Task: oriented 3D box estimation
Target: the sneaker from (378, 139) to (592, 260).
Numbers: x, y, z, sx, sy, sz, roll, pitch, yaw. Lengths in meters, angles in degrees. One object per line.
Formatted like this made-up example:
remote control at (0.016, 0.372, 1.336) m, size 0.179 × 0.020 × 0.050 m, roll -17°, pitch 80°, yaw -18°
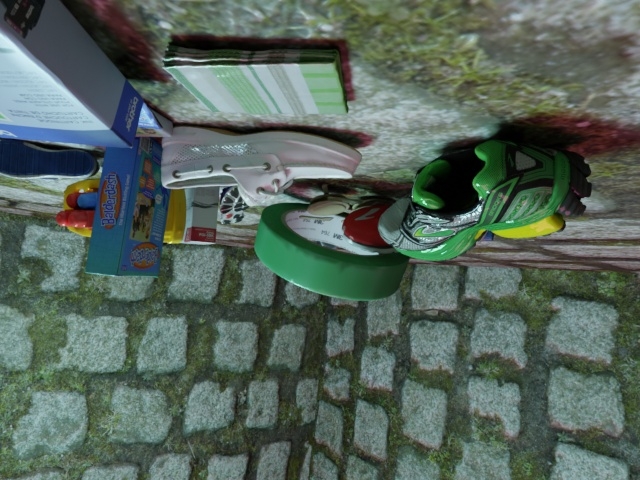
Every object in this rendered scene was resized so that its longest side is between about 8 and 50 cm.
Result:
sneaker at (0.172, -0.061, 0.598) m, size 0.146 × 0.134 × 0.343 m, roll 15°, pitch 163°, yaw -18°

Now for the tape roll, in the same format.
tape roll at (0.024, 0.012, 0.908) m, size 0.321 × 0.077 × 0.321 m, roll 14°, pitch -160°, yaw -5°

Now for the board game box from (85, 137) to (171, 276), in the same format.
board game box at (-0.284, -0.050, 0.660) m, size 0.047 × 0.210 × 0.160 m, roll 6°, pitch 174°, yaw -1°

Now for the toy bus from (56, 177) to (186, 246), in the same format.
toy bus at (-0.401, -0.059, 0.808) m, size 0.220 × 0.149 × 0.211 m, roll 5°, pitch -171°, yaw 28°

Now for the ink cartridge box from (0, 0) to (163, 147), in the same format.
ink cartridge box at (-0.268, -0.143, 0.314) m, size 0.185 × 0.065 × 0.311 m, roll 6°, pitch 170°, yaw 5°

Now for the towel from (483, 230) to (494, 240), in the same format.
towel at (0.307, -0.034, 0.907) m, size 0.119 × 0.067 × 0.029 m, roll 4°, pitch 176°, yaw 23°

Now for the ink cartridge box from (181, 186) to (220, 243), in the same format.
ink cartridge box at (-0.258, -0.061, 0.912) m, size 0.056 × 0.135 × 0.099 m, roll 6°, pitch 176°, yaw -30°

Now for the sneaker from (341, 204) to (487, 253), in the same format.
sneaker at (0.176, -0.049, 0.801) m, size 0.279 × 0.107 × 0.118 m, roll -4°, pitch 146°, yaw 6°

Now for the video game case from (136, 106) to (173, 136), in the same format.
video game case at (-0.318, -0.164, 0.496) m, size 0.212 × 0.023 × 0.193 m, roll 4°, pitch 174°, yaw 16°

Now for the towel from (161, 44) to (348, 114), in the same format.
towel at (-0.053, -0.148, 0.401) m, size 0.152 × 0.023 × 0.113 m, roll 3°, pitch 176°, yaw 8°

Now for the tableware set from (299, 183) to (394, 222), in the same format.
tableware set at (0.061, -0.076, 0.891) m, size 0.194 × 0.039 × 0.128 m, roll 4°, pitch 163°, yaw -31°

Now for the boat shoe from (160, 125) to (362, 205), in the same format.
boat shoe at (-0.084, -0.092, 0.582) m, size 0.277 × 0.096 × 0.098 m, roll 5°, pitch 174°, yaw 11°

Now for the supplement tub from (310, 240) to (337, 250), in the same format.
supplement tub at (0.000, 0.000, 1.404) m, size 0.106 × 0.106 × 0.198 m, roll 8°, pitch 174°, yaw -19°

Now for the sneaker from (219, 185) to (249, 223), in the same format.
sneaker at (-0.198, -0.091, 0.931) m, size 0.068 × 0.071 × 0.170 m, roll -14°, pitch 168°, yaw -25°

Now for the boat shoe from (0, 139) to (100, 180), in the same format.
boat shoe at (-0.497, -0.135, 0.772) m, size 0.183 × 0.066 × 0.066 m, roll 7°, pitch 176°, yaw -10°
